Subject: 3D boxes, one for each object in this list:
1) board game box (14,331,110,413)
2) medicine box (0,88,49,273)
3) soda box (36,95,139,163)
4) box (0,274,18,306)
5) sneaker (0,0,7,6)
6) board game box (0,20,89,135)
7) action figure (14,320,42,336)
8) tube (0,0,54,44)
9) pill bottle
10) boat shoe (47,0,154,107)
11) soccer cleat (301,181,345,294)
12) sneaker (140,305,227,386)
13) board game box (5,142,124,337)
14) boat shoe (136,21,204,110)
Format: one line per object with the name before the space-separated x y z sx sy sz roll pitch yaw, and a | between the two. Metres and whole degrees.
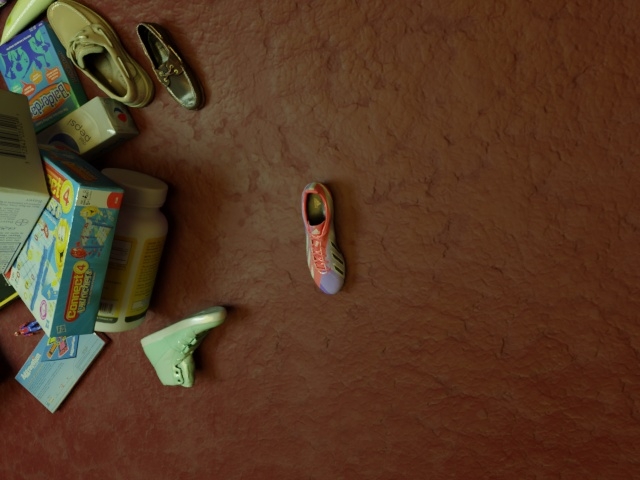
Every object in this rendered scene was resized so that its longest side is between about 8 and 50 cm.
board game box | -0.675 0.310 1.357 0.145 0.027 0.281 41 107 2
medicine box | -0.685 -0.115 1.039 0.289 0.149 0.264 -41 62 33
soda box | -0.569 -0.221 1.196 0.286 0.098 0.091 -24 94 16
box | -0.897 0.035 1.334 0.257 0.079 0.322 -28 93 18
sneaker | -0.797 -0.510 1.170 0.160 0.102 0.283 1 84 8
board game box | -0.648 -0.373 1.212 0.160 0.047 0.210 -21 96 16
action figure | -0.757 0.228 1.362 0.115 0.030 0.038 -23 99 18
tube | -0.645 -0.538 1.170 0.240 0.070 0.062 -35 96 17
pill bottle | -0.451 0.018 1.165 0.187 0.188 0.334 21 104 9
boat shoe | -0.497 -0.416 1.141 0.109 0.098 0.302 -42 89 17
soccer cleat | 0.000 0.000 1.101 0.082 0.095 0.248 -4 99 14
sneaker | -0.294 0.254 1.219 0.255 0.094 0.151 -27 88 26
board game box | -0.531 -0.013 1.053 0.308 0.086 0.302 28 107 40
boat shoe | -0.328 -0.373 1.123 0.073 0.073 0.207 -32 93 16
